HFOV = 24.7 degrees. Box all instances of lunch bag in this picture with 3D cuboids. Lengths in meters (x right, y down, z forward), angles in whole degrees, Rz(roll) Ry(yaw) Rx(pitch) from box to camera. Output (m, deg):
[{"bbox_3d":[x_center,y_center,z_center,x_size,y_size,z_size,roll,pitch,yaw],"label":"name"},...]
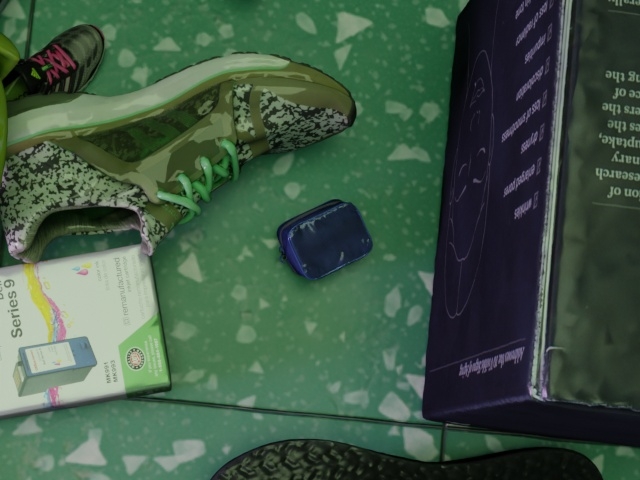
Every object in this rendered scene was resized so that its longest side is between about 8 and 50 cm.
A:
[{"bbox_3d":[0.000,0.000,1.589,0.098,0.065,0.067,-24,100,-10],"label":"lunch bag"}]

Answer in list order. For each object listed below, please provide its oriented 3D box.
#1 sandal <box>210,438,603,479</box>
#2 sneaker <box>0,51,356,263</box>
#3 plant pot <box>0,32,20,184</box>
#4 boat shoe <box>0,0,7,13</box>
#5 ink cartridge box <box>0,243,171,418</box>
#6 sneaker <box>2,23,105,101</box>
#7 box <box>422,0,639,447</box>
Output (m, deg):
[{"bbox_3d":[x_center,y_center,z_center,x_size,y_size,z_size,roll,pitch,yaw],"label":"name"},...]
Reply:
[{"bbox_3d":[0.088,0.298,1.544,0.445,0.107,0.168,4,79,-18],"label":"sandal"},{"bbox_3d":[-0.156,-0.065,1.520,0.410,0.158,0.182,-13,64,0],"label":"sneaker"},{"bbox_3d":[-0.433,-0.127,1.415,0.227,0.228,0.207,28,52,-28],"label":"plant pot"},{"bbox_3d":[-0.377,-0.307,1.580,0.102,0.108,0.301,26,87,-3],"label":"boat shoe"},{"bbox_3d":[-0.272,0.098,1.530,0.212,0.093,0.154,-9,83,-6],"label":"ink cartridge box"},{"bbox_3d":[-0.302,-0.176,1.577,0.170,0.075,0.063,-40,87,-10],"label":"sneaker"},{"bbox_3d":[0.296,-0.048,1.416,0.297,0.480,0.472,9,81,-5],"label":"box"}]
